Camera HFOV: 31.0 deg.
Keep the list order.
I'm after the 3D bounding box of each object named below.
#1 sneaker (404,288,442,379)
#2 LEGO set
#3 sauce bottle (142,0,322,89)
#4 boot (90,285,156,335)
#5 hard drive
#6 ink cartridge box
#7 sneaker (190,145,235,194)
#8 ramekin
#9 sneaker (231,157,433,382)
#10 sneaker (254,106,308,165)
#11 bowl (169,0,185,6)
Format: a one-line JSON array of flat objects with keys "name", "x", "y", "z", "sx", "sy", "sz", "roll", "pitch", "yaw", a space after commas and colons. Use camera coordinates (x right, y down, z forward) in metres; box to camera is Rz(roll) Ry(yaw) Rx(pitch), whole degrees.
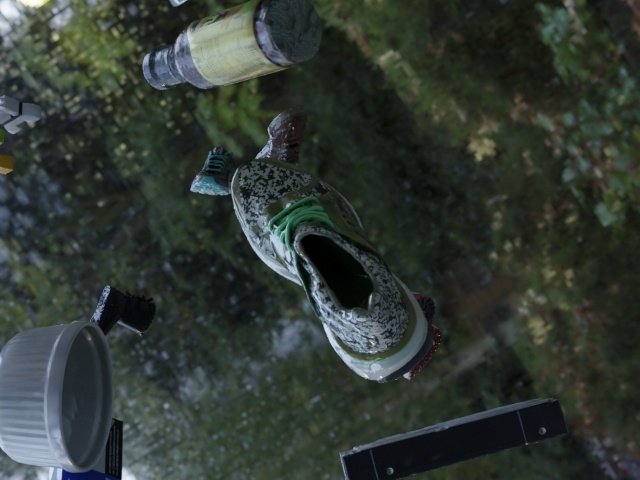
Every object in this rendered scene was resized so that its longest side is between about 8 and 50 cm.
[{"name": "sneaker", "x": 0.137, "y": 0.141, "z": 1.861, "sx": 0.092, "sy": 0.088, "sz": 0.225, "roll": 31, "pitch": 152, "yaw": 29}, {"name": "LEGO set", "x": -0.479, "y": -0.117, "z": 1.519, "sx": 0.093, "sy": 0.227, "sz": 0.087, "roll": 25, "pitch": -128, "yaw": -48}, {"name": "sauce bottle", "x": -0.148, "y": -0.290, "z": 1.748, "sx": 0.344, "sy": 0.111, "sz": 0.111, "roll": -6, "pitch": 128, "yaw": 46}, {"name": "boot", "x": -0.358, "y": 0.146, "z": 2.080, "sx": 0.099, "sy": 0.121, "sz": 0.045, "roll": 25, "pitch": 173, "yaw": -30}, {"name": "hard drive", "x": 0.198, "y": 0.317, "z": 1.807, "sx": 0.237, "sy": 0.339, "sz": 0.064, "roll": 81, "pitch": 173, "yaw": -80}, {"name": "ink cartridge box", "x": -0.337, "y": 0.335, "z": 1.663, "sx": 0.097, "sy": 0.046, "sz": 0.207, "roll": 25, "pitch": -148, "yaw": -27}, {"name": "sneaker", "x": -0.168, "y": -0.112, "z": 1.834, "sx": 0.166, "sy": 0.065, "sz": 0.076, "roll": -66, "pitch": -20, "yaw": -84}, {"name": "ramekin", "x": -0.369, "y": 0.214, "z": 1.589, "sx": 0.207, "sy": 0.109, "sz": 0.207, "roll": 0, "pitch": -90, "yaw": -81}, {"name": "sneaker", "x": 0.000, "y": 0.000, "z": 1.591, "sx": 0.410, "sy": 0.158, "sz": 0.182, "roll": 48, "pitch": 173, "yaw": 31}, {"name": "sneaker", "x": -0.052, "y": -0.142, "z": 1.862, "sx": 0.071, "sy": 0.066, "sz": 0.188, "roll": 61, "pitch": 151, "yaw": 18}, {"name": "bowl", "x": -0.153, "y": -0.486, "z": 1.567, "sx": 0.163, "sy": 0.311, "sz": 0.311, "roll": 42, "pitch": -170, "yaw": -18}]
